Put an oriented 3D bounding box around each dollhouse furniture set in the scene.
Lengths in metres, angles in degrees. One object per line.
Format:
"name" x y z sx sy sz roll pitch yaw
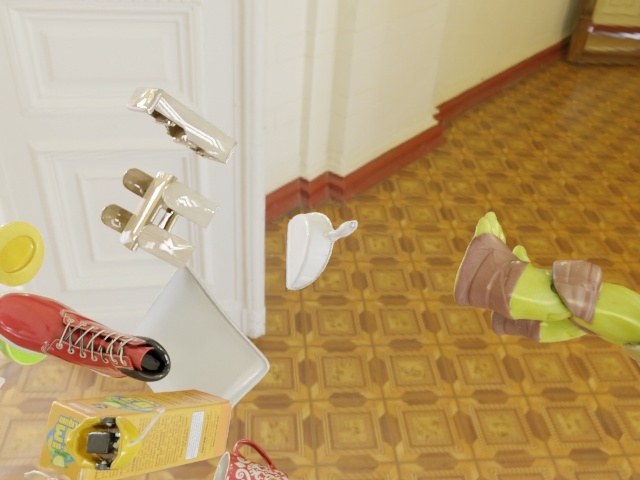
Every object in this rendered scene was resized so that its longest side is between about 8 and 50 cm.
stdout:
"dollhouse furniture set" -0.276 -0.105 1.033 0.161 0.242 0.212 33 -7 -35

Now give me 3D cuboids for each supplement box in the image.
"supplement box" -0.213 0.232 0.768 0.078 0.080 0.233 8 -2 32

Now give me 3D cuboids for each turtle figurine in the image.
"turtle figurine" 0.196 0.048 0.331 0.217 0.087 0.270 12 2 37

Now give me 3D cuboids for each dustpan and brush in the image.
"dustpan and brush" 0.000 0.000 1.145 0.060 0.211 0.147 8 69 -20

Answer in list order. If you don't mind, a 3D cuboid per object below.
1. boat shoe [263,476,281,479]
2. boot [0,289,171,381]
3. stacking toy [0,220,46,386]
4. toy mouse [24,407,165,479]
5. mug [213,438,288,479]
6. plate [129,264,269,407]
"boat shoe" -0.037 0.460 1.019 0.063 0.059 0.170 -36 67 6
"boot" -0.341 0.139 0.908 0.176 0.244 0.088 -4 60 46
"stacking toy" -0.634 0.134 1.140 0.130 0.279 0.309 7 34 23
"toy mouse" -0.164 0.203 0.458 0.161 0.031 0.143 -15 67 29
"mug" -0.169 0.597 1.595 0.169 0.113 0.150 22 77 -15
"plate" -0.253 0.230 1.278 0.278 0.277 0.045 47 26 15
